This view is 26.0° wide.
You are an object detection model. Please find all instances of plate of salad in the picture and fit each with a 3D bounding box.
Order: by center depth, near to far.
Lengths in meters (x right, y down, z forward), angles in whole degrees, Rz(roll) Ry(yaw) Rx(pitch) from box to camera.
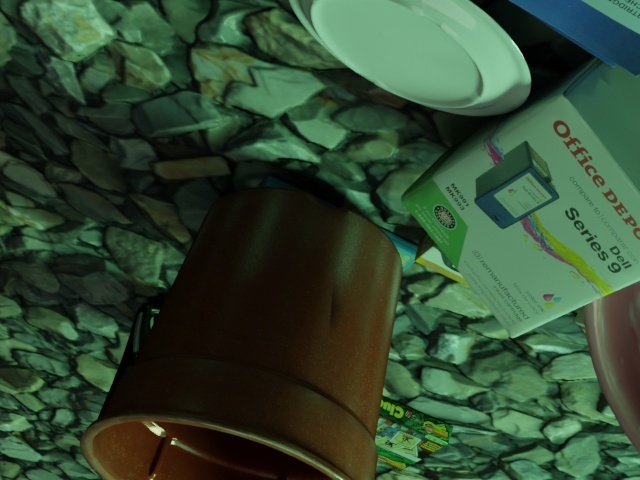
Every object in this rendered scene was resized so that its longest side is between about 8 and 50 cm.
[{"bbox_3d":[0.066,-0.157,1.019,0.200,0.048,0.200,26,163,9],"label":"plate of salad"}]

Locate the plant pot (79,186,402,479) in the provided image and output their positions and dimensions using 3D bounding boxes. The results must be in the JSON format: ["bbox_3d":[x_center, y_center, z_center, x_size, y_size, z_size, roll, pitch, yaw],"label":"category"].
[{"bbox_3d":[-0.049,0.112,1.291,0.273,0.265,0.272,13,149,8],"label":"plant pot"}]

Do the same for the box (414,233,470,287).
[{"bbox_3d":[0.153,0.001,1.271,0.081,0.028,0.136,25,151,-13],"label":"box"}]

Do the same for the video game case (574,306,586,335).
[{"bbox_3d":[0.384,0.177,1.355,0.204,0.025,0.285,24,161,49],"label":"video game case"}]

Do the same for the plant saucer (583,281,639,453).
[{"bbox_3d":[0.362,0.080,1.096,0.332,0.084,0.332,27,128,41],"label":"plant saucer"}]

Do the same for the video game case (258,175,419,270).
[{"bbox_3d":[0.000,0.000,1.360,0.166,0.015,0.119,25,150,-14],"label":"video game case"}]

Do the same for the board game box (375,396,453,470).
[{"bbox_3d":[0.017,0.206,1.685,0.260,0.030,0.136,24,152,-12],"label":"board game box"}]

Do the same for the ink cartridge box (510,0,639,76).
[{"bbox_3d":[0.180,-0.214,0.845,0.186,0.065,0.311,30,151,-7],"label":"ink cartridge box"}]

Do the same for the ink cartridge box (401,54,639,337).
[{"bbox_3d":[0.188,-0.034,1.079,0.154,0.093,0.212,52,141,-5],"label":"ink cartridge box"}]

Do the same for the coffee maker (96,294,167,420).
[{"bbox_3d":[-0.178,0.168,1.568,0.120,0.178,0.171,23,150,-8],"label":"coffee maker"}]
